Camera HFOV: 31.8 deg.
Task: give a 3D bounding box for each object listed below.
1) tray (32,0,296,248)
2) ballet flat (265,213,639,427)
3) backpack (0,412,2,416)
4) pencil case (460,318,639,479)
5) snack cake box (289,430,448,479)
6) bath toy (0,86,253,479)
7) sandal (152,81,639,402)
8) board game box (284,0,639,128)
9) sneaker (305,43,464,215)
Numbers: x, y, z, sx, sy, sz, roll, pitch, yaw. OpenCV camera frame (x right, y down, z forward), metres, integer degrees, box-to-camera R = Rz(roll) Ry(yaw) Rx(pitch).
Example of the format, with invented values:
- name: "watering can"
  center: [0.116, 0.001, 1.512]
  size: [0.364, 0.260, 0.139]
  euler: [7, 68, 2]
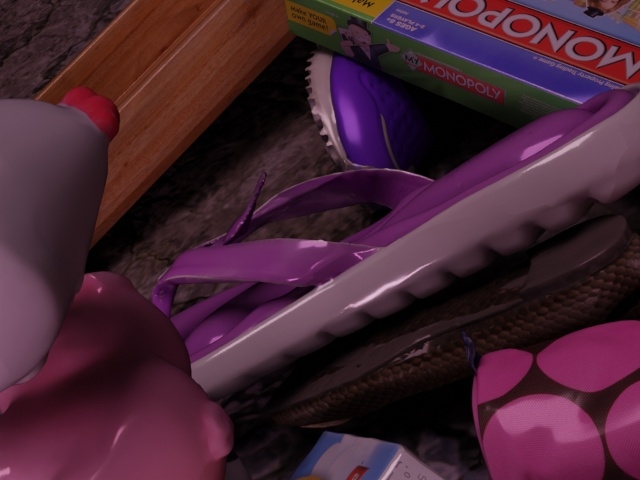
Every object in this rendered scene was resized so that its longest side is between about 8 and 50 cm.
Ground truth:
- name: "tray"
  center: [-0.146, -0.150, 1.007]
  size: [0.411, 0.076, 0.203]
  euler: [-48, 31, -9]
- name: "ballet flat"
  center: [0.074, 0.061, 0.625]
  size: [0.250, 0.058, 0.084]
  euler: [-28, 17, 29]
- name: "backpack"
  center: [-0.346, 0.103, 0.720]
  size: [0.277, 0.263, 0.213]
  euler: [5, 47, 43]
- name: "pencil case"
  center: [0.170, 0.065, 0.483]
  size: [0.209, 0.095, 0.098]
  euler: [-13, 22, 21]
- name: "snack cake box"
  center: [-0.003, 0.213, 0.362]
  size: [0.264, 0.152, 0.089]
  euler: [-53, 10, -15]
- name: "bath toy"
  center: [-0.075, 0.080, 0.466]
  size: [0.151, 0.348, 0.129]
  euler: [4, 46, 35]
- name: "sandal"
  center: [0.003, -0.003, 0.679]
  size: [0.416, 0.102, 0.169]
  euler: [-27, 6, 16]
- name: "board game box"
  center: [0.162, -0.167, 0.779]
  size: [0.317, 0.046, 0.213]
  euler: [28, 57, 30]
- name: "sneaker"
  center: [0.083, -0.142, 0.858]
  size: [0.146, 0.102, 0.293]
  euler: [-14, 37, 22]
